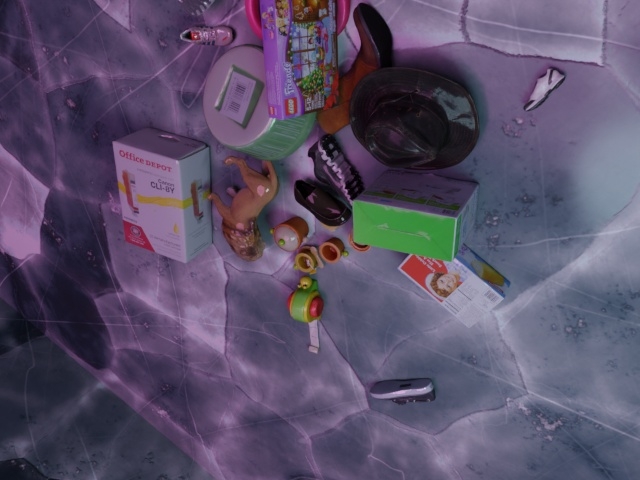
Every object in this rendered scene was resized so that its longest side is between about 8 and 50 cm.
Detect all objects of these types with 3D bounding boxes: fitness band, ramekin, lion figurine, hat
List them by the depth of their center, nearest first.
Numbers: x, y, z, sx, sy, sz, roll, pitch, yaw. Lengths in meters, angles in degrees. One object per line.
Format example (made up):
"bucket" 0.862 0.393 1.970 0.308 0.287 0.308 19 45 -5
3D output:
"hat" 0.209 -0.257 1.318 0.331 0.134 0.331 15 139 13
"fitness band" -0.063 -0.604 1.396 0.290 0.054 0.209 6 118 26
"ramekin" -0.172 -0.371 1.458 0.303 0.148 0.304 2 93 33
"lion figurine" -0.214 -0.121 1.671 0.240 0.142 0.392 53 139 20

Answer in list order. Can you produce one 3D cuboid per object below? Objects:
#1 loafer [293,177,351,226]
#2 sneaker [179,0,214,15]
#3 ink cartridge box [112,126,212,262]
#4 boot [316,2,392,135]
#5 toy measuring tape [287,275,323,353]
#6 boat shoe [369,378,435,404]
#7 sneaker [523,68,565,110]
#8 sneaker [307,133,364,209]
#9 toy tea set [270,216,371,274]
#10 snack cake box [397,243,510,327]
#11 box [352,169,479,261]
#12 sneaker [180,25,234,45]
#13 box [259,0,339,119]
"loafer" -0.006 -0.112 1.573 0.220 0.080 0.078 30 163 34
"sneaker" -0.259 -0.701 1.416 0.281 0.115 0.105 -11 143 35
"ink cartridge box" -0.527 -0.154 1.842 0.279 0.160 0.385 18 123 21
"boot" 0.069 -0.435 1.413 0.280 0.096 0.264 -12 116 42
"toy measuring tape" -0.049 0.268 1.829 0.121 0.121 0.330 12 121 24
"boat shoe" 0.274 0.509 1.804 0.228 0.080 0.076 -16 106 27
"sneaker" 0.498 -0.340 1.232 0.044 0.040 0.109 52 127 17
"sneaker" 0.041 -0.186 1.555 0.106 0.078 0.234 -14 114 48
"toy tea set" 0.000 0.000 1.645 0.336 0.124 0.200 -22 103 37
"snack cake box" 0.367 0.097 1.511 0.264 0.089 0.152 41 130 5
"box" 0.246 -0.075 1.394 0.261 0.231 0.127 12 120 24
"sneaker" -0.324 -0.578 1.546 0.161 0.075 0.057 12 121 24
"box" -0.043 -0.452 1.301 0.057 0.201 0.293 21 123 41
